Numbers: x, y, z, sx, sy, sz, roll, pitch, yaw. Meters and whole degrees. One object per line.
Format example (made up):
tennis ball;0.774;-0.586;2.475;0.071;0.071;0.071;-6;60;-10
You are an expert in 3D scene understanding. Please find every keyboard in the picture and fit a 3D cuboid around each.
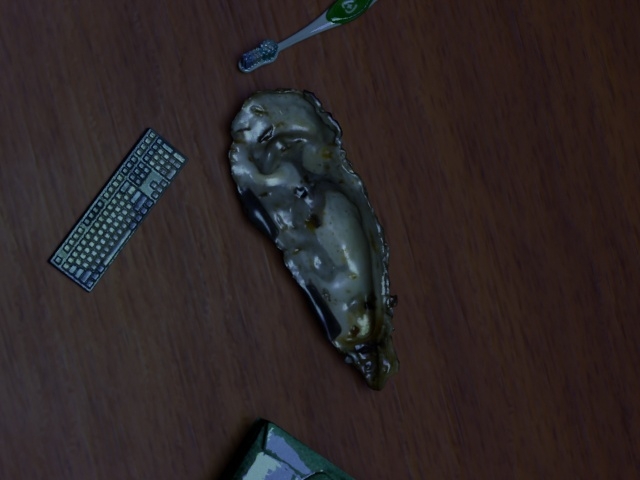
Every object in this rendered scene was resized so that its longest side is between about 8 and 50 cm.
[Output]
keyboard;-0.207;-0.032;1.627;0.055;0.014;0.176;40;75;-17

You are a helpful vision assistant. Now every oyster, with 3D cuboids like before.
oyster;0.002;-0.001;1.676;0.128;0.078;0.345;-23;97;1

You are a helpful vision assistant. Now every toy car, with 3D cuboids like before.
toy car;0.029;0.328;1.646;0.320;0.097;0.141;36;76;-14

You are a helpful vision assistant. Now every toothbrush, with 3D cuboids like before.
toothbrush;0.037;-0.257;1.725;0.304;0.030;0.030;-30;97;-22
